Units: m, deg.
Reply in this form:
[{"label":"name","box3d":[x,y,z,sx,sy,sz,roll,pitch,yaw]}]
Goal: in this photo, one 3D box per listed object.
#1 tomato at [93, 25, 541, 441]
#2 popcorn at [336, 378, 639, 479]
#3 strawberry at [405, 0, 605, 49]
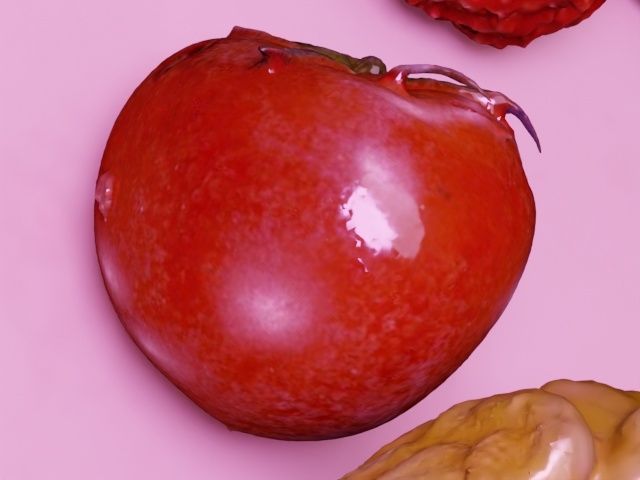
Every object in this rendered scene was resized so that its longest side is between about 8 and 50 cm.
[{"label":"tomato","box3d":[0.000,0.000,0.742,0.167,0.167,0.167,10,71,-29]},{"label":"popcorn","box3d":[0.067,0.172,0.681,0.242,0.235,0.250,1,87,-49]},{"label":"strawberry","box3d":[0.072,-0.151,0.863,0.145,0.086,0.145,10,71,-31]}]
